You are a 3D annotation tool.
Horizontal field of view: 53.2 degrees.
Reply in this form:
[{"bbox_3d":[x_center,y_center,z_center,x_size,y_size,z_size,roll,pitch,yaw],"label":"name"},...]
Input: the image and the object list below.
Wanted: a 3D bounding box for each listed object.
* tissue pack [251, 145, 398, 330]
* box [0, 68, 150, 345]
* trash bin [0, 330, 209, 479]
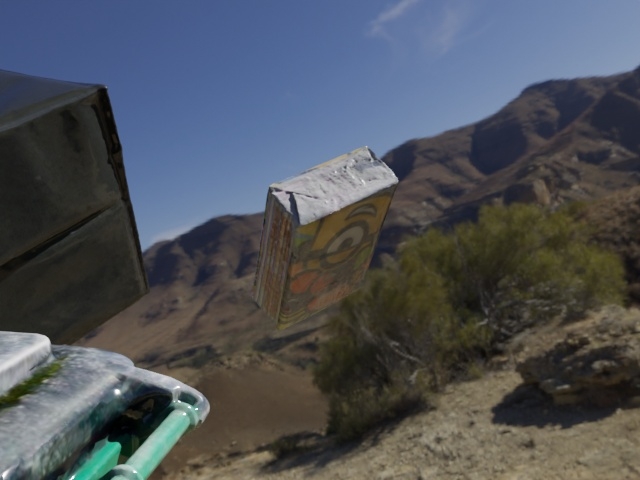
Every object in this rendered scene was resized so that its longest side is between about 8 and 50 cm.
[{"bbox_3d":[0.000,0.000,0.563,0.109,0.060,0.148,-25,-32,-30],"label":"tissue pack"},{"bbox_3d":[-0.381,-0.038,0.673,0.345,0.251,0.204,17,36,30],"label":"box"},{"bbox_3d":[-0.225,0.251,0.346,0.295,0.381,0.259,2,12,9],"label":"trash bin"}]
